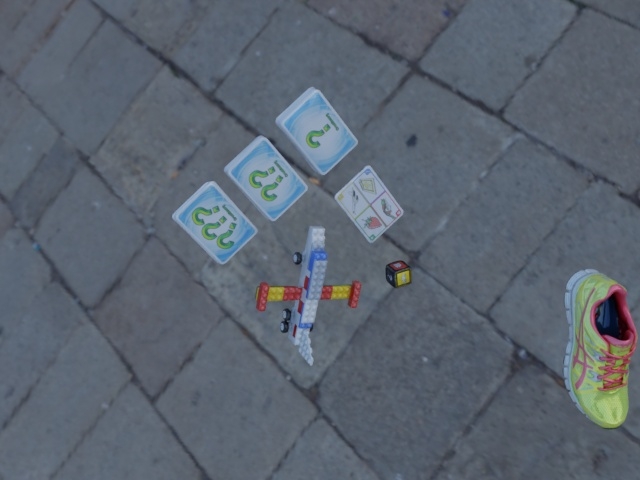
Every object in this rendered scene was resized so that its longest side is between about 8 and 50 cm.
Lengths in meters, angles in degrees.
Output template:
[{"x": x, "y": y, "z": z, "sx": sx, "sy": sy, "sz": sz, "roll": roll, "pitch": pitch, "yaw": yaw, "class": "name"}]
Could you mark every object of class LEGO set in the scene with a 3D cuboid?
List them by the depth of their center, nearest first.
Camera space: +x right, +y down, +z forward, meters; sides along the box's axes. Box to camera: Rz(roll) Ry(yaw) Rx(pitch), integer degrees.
[{"x": 0.000, "y": 0.000, "z": 0.955, "sx": 0.182, "sy": 0.244, "sz": 0.060, "roll": -43, "pitch": 36, "yaw": -4, "class": "LEGO set"}]

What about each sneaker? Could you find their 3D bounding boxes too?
[{"x": 0.363, "y": 0.143, "z": 1.243, "sx": 0.094, "sy": 0.082, "sz": 0.208, "roll": -175, "pitch": 74, "yaw": -74, "class": "sneaker"}]
